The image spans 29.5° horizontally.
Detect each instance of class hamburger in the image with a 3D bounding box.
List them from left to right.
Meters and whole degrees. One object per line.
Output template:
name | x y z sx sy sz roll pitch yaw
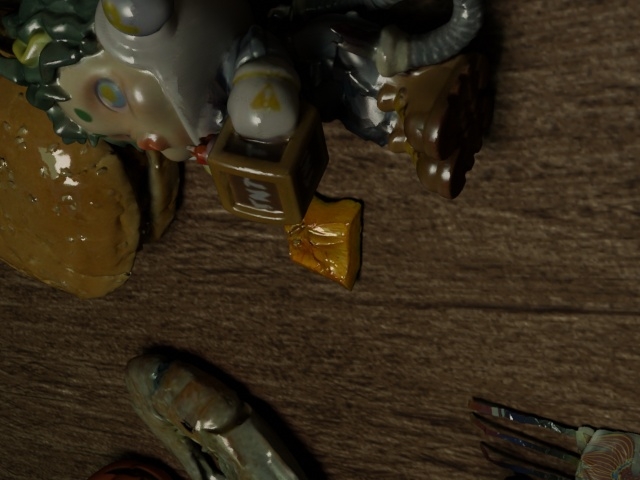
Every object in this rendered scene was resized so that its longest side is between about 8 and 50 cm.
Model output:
hamburger | -0.275 -0.080 1.163 0.283 0.144 0.259 28 142 29

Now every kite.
kite | 0.229 0.198 1.057 0.229 0.016 0.127 14 129 33

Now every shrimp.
shrimp | -0.089 0.265 1.362 0.360 0.085 0.247 42 151 9

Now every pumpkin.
pumpkin | 0.001 0.002 1.070 0.073 0.035 0.101 20 133 25

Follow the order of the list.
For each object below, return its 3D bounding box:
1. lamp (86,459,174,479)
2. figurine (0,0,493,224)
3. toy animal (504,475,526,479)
lamp | -0.239 0.374 1.518 0.188 0.164 0.187 25 135 27
figurine | -0.071 -0.118 0.915 0.382 0.186 0.261 19 146 21
toy animal | 0.180 0.288 1.091 0.082 0.137 0.269 15 178 45
